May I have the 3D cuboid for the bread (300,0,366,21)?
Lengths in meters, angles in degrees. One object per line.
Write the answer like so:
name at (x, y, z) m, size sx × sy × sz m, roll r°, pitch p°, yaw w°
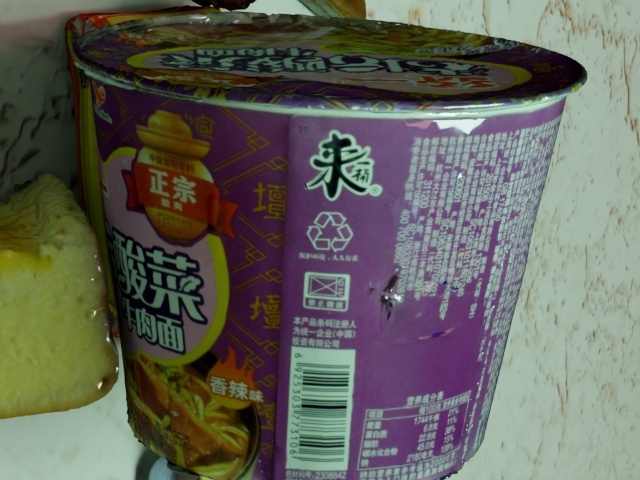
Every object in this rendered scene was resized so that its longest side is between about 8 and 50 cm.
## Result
bread at (0.005, -0.225, 1.407) m, size 0.109 × 0.043 × 0.062 m, roll 29°, pitch 74°, yaw -53°

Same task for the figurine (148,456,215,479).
figurine at (-0.041, 0.177, 1.307) m, size 0.208 × 0.184 × 0.128 m, roll 9°, pitch 86°, yaw -14°

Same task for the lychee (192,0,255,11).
lychee at (-0.052, -0.257, 1.204) m, size 0.188 × 0.188 × 0.188 m, roll -15°, pitch 108°, yaw -54°

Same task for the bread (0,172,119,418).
bread at (-0.228, 0.035, 1.103) m, size 0.160 × 0.169 × 0.140 m, roll -10°, pitch 108°, yaw -13°

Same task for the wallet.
wallet at (-0.127, -0.052, 1.233) m, size 0.141 × 0.067 × 0.241 m, roll -13°, pitch 102°, yaw -50°

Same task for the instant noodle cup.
instant noodle cup at (0.000, 0.000, 1.113) m, size 0.340 × 0.340 × 0.266 m, roll -21°, pitch 119°, yaw -53°
